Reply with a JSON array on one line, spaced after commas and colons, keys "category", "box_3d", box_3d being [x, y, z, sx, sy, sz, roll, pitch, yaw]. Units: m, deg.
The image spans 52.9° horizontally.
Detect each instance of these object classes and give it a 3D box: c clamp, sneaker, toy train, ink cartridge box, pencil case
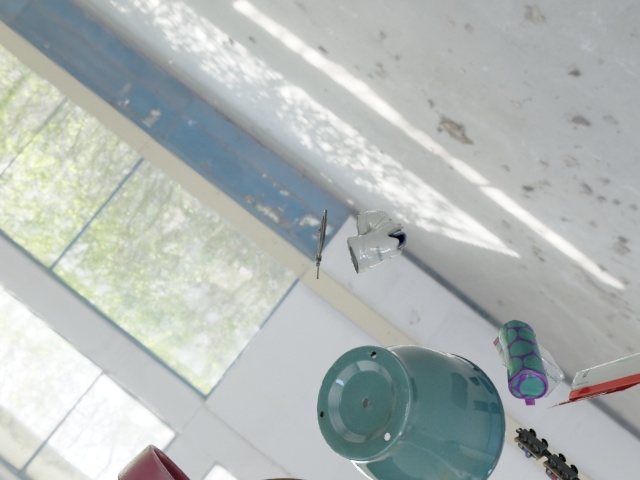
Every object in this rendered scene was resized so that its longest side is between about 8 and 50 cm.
[{"category": "c clamp", "box_3d": [0.000, 0.000, 1.719, 0.022, 0.160, 0.137, 8, 139, -1]}, {"category": "sneaker", "box_3d": [0.149, -0.004, 1.552, 0.297, 0.129, 0.111, -66, -39, -66]}, {"category": "toy train", "box_3d": [0.321, 0.309, 0.863, 0.158, 0.027, 0.036, 41, 140, 50]}, {"category": "ink cartridge box", "box_3d": [0.573, 0.268, 1.271, 0.181, 0.225, 0.056, -38, 63, 50]}, {"category": "pencil case", "box_3d": [0.343, 0.203, 1.091, 0.151, 0.064, 0.070, -73, -21, -61]}, {"category": "ink cartridge box", "box_3d": [0.417, 0.239, 1.297, 0.109, 0.063, 0.150, 38, -169, 2]}]

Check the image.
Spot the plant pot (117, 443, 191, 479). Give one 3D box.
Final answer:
[{"category": "plant pot", "box_3d": [-0.205, 0.378, 0.761, 0.201, 0.180, 0.201, 43, 162, 17]}]

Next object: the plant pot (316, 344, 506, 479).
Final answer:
[{"category": "plant pot", "box_3d": [0.137, 0.295, 1.100, 0.255, 0.271, 0.272, 32, 180, -45]}]

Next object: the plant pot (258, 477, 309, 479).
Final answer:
[{"category": "plant pot", "box_3d": [-0.082, 0.597, 1.343, 0.237, 0.237, 0.109, 44, -150, -36]}]
